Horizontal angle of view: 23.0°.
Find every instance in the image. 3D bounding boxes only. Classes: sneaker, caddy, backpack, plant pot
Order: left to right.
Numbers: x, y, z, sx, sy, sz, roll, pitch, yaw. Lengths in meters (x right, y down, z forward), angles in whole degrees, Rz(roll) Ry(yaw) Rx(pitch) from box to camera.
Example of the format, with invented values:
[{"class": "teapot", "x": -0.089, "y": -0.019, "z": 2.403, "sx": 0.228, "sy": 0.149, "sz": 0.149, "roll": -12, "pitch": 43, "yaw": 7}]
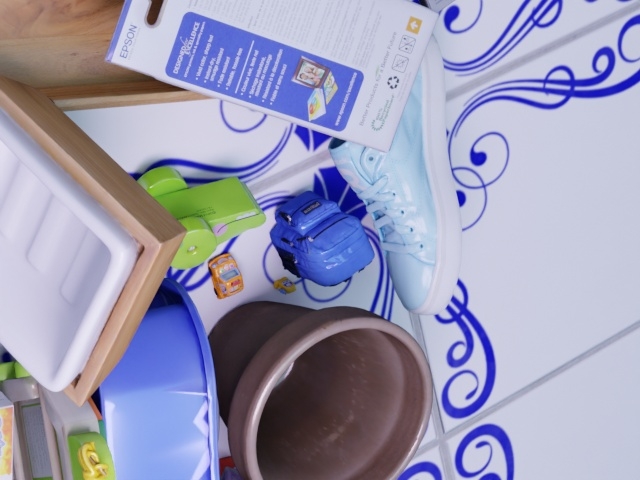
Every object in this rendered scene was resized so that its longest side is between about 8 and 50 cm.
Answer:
[{"class": "caddy", "x": -0.200, "y": 0.216, "z": 1.819, "sx": 0.179, "sy": 0.241, "sz": 0.341, "roll": -5, "pitch": 98, "yaw": -26}, {"class": "plant pot", "x": -0.029, "y": 0.177, "z": 1.935, "sx": 0.263, "sy": 0.229, "sz": 0.263, "roll": -13, "pitch": 115, "yaw": -28}, {"class": "backpack", "x": 0.000, "y": 0.000, "z": 1.953, "sx": 0.098, "sy": 0.120, "sz": 0.101, "roll": -37, "pitch": 125, "yaw": -15}, {"class": "sneaker", "x": 0.075, "y": -0.082, "z": 1.951, "sx": 0.150, "sy": 0.135, "sz": 0.365, "roll": -8, "pitch": 92, "yaw": -26}]

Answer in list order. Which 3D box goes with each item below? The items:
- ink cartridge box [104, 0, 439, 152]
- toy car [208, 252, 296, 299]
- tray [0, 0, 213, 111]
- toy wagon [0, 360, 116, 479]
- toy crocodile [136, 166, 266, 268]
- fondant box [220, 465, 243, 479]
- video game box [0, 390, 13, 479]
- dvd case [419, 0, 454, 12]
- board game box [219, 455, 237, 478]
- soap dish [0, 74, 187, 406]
[{"class": "ink cartridge box", "x": -0.055, "y": -0.232, "z": 1.755, "sx": 0.371, "sy": 0.069, "sz": 0.175, "roll": 15, "pitch": 99, "yaw": -31}, {"class": "toy car", "x": -0.081, "y": 0.044, "z": 1.967, "sx": 0.122, "sy": 0.040, "sz": 0.060, "roll": -8, "pitch": 112, "yaw": -30}, {"class": "tray", "x": -0.279, "y": -0.246, "z": 1.703, "sx": 0.411, "sy": 0.076, "sz": 0.202, "roll": -8, "pitch": 112, "yaw": -32}, {"class": "toy wagon", "x": -0.288, "y": 0.258, "z": 1.715, "sx": 0.068, "sy": 0.344, "sz": 0.267, "roll": -8, "pitch": 86, "yaw": -32}, {"class": "toy crocodile", "x": -0.225, "y": 0.007, "z": 1.815, "sx": 0.341, "sy": 0.115, "sz": 0.105, "roll": -21, "pitch": 143, "yaw": -24}, {"class": "fondant box", "x": -0.135, "y": 0.465, "z": 1.888, "sx": 0.096, "sy": 0.238, "sz": 0.330, "roll": 24, "pitch": 96, "yaw": -7}, {"class": "video game box", "x": -0.427, "y": 0.276, "z": 1.698, "sx": 0.187, "sy": 0.048, "sz": 0.205, "roll": -8, "pitch": 113, "yaw": -33}, {"class": "dvd case", "x": 0.161, "y": -0.426, "z": 1.947, "sx": 0.179, "sy": 0.029, "sz": 0.238, "roll": -36, "pitch": 125, "yaw": -17}, {"class": "board game box", "x": -0.214, "y": 0.419, "z": 2.013, "sx": 0.317, "sy": 0.064, "sz": 0.242, "roll": -8, "pitch": 113, "yaw": -31}, {"class": "soap dish", "x": -0.284, "y": -0.007, "z": 1.626, "sx": 0.118, "sy": 0.291, "sz": 0.229, "roll": -19, "pitch": 145, "yaw": -52}]
